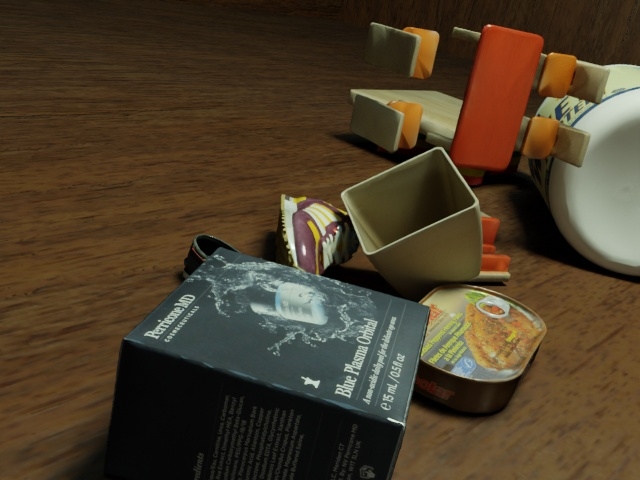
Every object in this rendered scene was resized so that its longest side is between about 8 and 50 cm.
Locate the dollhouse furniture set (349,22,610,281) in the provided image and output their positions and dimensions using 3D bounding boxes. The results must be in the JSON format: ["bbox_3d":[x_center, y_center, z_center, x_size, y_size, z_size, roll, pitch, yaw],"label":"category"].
[{"bbox_3d":[0.176,-0.099,0.843,0.262,0.259,0.135,2,21,-27],"label":"dollhouse furniture set"}]

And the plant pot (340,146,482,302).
[{"bbox_3d":[0.097,-0.006,0.739,0.109,0.096,0.109,-26,36,5],"label":"plant pot"}]

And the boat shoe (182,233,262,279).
[{"bbox_3d":[-0.064,0.035,0.662,0.133,0.042,0.049,27,23,28],"label":"boat shoe"}]

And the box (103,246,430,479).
[{"bbox_3d":[-0.023,0.088,0.479,0.158,0.093,0.156,15,21,8],"label":"box"}]

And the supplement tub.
[{"bbox_3d":[0.411,-0.112,1.052,0.236,0.235,0.325,14,21,2],"label":"supplement tub"}]

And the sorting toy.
[{"bbox_3d":[0.212,-0.172,1.291,0.257,0.089,0.255,29,26,35],"label":"sorting toy"}]

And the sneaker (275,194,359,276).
[{"bbox_3d":[0.000,0.000,0.749,0.084,0.069,0.185,5,22,-6],"label":"sneaker"}]

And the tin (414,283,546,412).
[{"bbox_3d":[0.125,0.086,0.653,0.106,0.040,0.190,26,24,20],"label":"tin"}]
